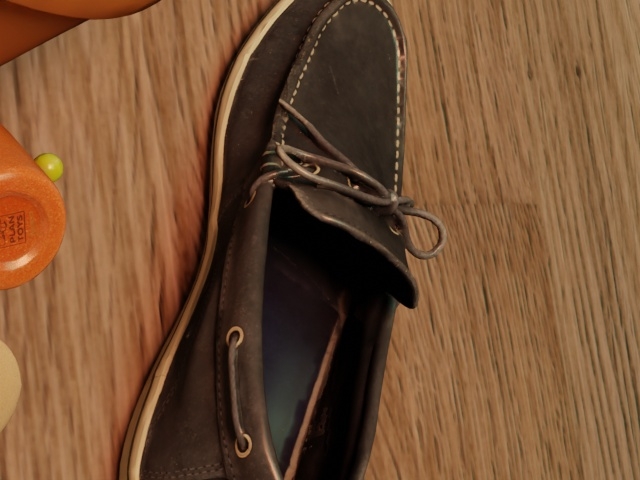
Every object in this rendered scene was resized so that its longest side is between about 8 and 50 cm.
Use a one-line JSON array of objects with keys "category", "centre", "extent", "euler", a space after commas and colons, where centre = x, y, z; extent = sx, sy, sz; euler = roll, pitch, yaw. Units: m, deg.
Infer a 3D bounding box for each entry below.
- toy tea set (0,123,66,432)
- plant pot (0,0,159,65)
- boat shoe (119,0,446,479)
[{"category": "toy tea set", "centre": [-0.294, -0.008, 0.671], "extent": [0.336, 0.124, 0.200], "euler": [25, 93, -45]}, {"category": "plant pot", "centre": [-0.206, -0.215, 0.679], "extent": [0.291, 0.203, 0.291], "euler": [30, 42, -32]}, {"category": "boat shoe", "centre": [0.000, 0.000, 0.925], "extent": [0.187, 0.156, 0.500], "euler": [37, 55, -33]}]
